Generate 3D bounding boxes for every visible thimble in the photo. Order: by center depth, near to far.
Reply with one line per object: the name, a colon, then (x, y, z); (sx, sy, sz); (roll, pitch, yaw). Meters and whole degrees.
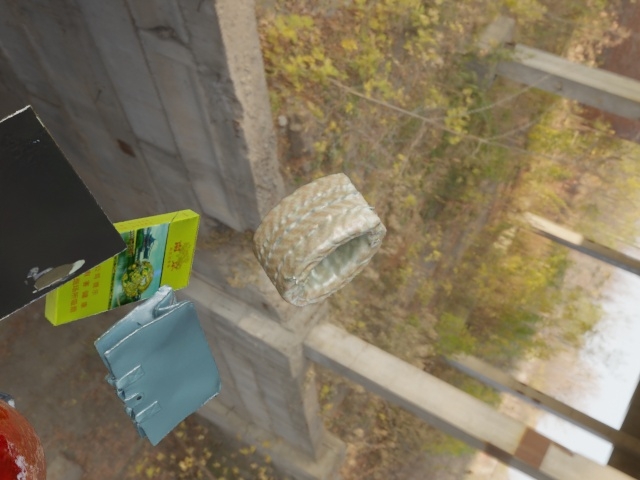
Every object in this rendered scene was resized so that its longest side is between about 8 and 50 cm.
thimble: (-0.002, 0.004, 1.233); (0.229, 0.148, 0.196); (-35, 154, -1)

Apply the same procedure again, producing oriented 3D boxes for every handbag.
handbag: (-0.227, 0.181, 0.949); (0.144, 0.057, 0.221); (-40, 142, -30)

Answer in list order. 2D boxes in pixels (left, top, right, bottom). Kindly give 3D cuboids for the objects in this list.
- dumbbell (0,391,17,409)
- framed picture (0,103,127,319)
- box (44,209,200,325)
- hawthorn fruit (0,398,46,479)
dumbbell: (-0.779, 0.419, 1.422); (0.160, 0.144, 0.325); (-42, 178, 3)
framed picture: (-0.428, -0.015, 0.908); (0.244, 0.013, 0.323); (-31, 149, -11)
box: (-0.403, 0.048, 1.394); (0.335, 0.047, 0.186); (-17, 128, -49)
hawthorn fruit: (-0.495, 0.320, 0.858); (0.284, 0.285, 0.369); (-52, -171, -33)
